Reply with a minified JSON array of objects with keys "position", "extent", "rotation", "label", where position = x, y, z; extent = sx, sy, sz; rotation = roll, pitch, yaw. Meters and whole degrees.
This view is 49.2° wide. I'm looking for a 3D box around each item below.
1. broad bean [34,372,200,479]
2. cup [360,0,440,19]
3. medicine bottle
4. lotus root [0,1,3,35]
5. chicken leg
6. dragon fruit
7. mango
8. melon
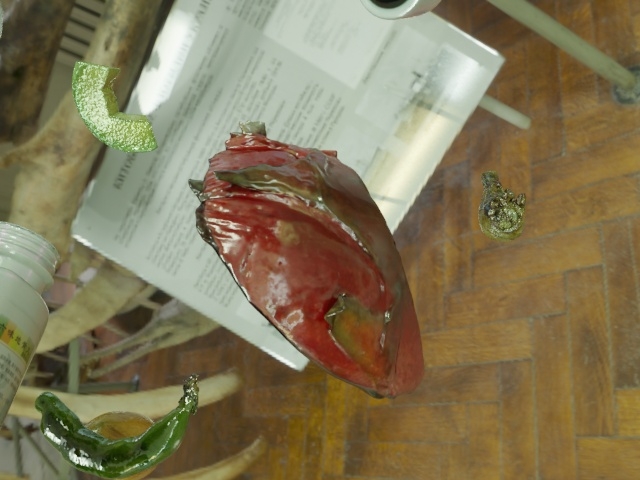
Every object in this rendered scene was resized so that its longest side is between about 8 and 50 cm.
[{"position":[-0.310,0.282,1.042],"extent":[0.292,0.049,0.144],"rotation":[-10,62,17],"label":"broad bean"},{"position":[0.037,-0.274,0.446],"extent":[0.202,0.221,0.167],"rotation":[-21,31,48],"label":"cup"},{"position":[-0.433,0.137,0.853],"extent":[0.124,0.179,0.324],"rotation":[7,58,13],"label":"medicine bottle"},{"position":[-0.515,-0.272,0.898],"extent":[0.175,0.175,0.349],"rotation":[-52,29,26],"label":"lotus root"},{"position":[0.307,-0.069,1.195],"extent":[0.093,0.070,0.178],"rotation":[-46,21,28],"label":"chicken leg"},{"position":[0.000,0.000,0.753],"extent":[0.100,0.282,0.344],"rotation":[-41,58,34],"label":"dragon fruit"},{"position":[-0.337,0.342,1.179],"extent":[0.089,0.165,0.115],"rotation":[-9,50,40],"label":"mango"},{"position":[-0.416,-0.264,1.394],"extent":[0.064,0.118,0.209],"rotation":[-125,13,-72],"label":"melon"}]
